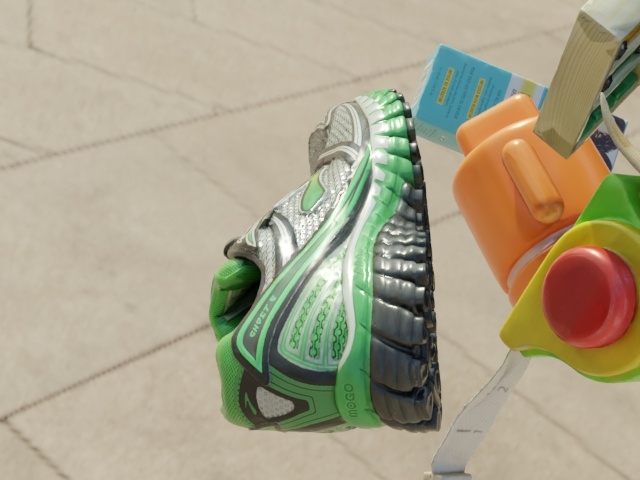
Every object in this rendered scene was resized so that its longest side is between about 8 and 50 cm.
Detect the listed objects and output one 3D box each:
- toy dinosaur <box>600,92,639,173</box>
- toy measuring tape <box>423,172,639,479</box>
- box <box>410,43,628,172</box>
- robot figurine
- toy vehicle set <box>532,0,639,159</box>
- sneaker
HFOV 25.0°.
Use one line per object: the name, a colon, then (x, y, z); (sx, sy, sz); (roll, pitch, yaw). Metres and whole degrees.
toy dinosaur: (0.217, -0.010, 0.790); (0.183, 0.053, 0.092); (25, 51, 22)
toy measuring tape: (0.183, 0.091, 1.017); (0.121, 0.330, 0.121); (23, 26, -12)
box: (0.229, -0.136, 1.701); (0.244, 0.100, 0.060); (21, -12, -6)
robot figurine: (0.192, -0.015, 1.195); (0.128, 0.158, 0.219); (-9, 57, -25)
toy vehicle set: (0.266, -0.192, 1.062); (0.035, 0.166, 0.267); (41, 70, 14)
sneaker: (0.000, 0.000, 0.947); (0.146, 0.134, 0.343); (-5, 27, 6)
